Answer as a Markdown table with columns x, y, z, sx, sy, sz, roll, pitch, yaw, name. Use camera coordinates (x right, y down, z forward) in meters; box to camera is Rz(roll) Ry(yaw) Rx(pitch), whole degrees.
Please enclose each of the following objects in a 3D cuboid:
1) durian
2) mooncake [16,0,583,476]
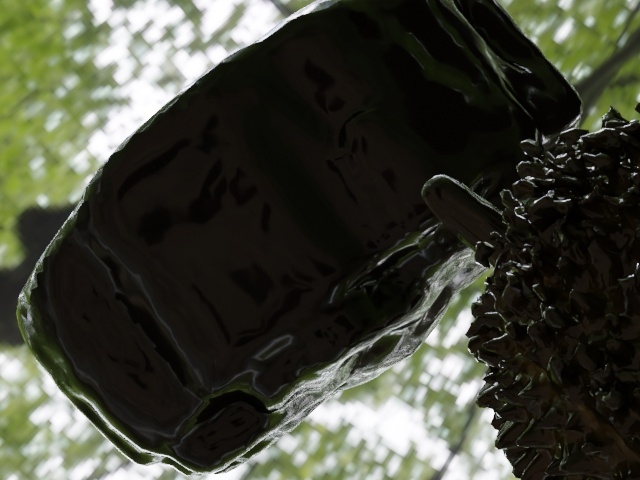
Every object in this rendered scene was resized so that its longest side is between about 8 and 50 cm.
| x | y | z | sx | sy | sz | roll | pitch | yaw | name |
| --- | --- | --- | --- | --- | --- | --- | --- | --- | --- |
| 0.093 | 0.018 | 0.509 | 0.188 | 0.148 | 0.091 | 33 | -13 | 37 | durian |
| 0.000 | 0.000 | 0.936 | 0.141 | 0.283 | 0.283 | 52 | -55 | 8 | mooncake |
